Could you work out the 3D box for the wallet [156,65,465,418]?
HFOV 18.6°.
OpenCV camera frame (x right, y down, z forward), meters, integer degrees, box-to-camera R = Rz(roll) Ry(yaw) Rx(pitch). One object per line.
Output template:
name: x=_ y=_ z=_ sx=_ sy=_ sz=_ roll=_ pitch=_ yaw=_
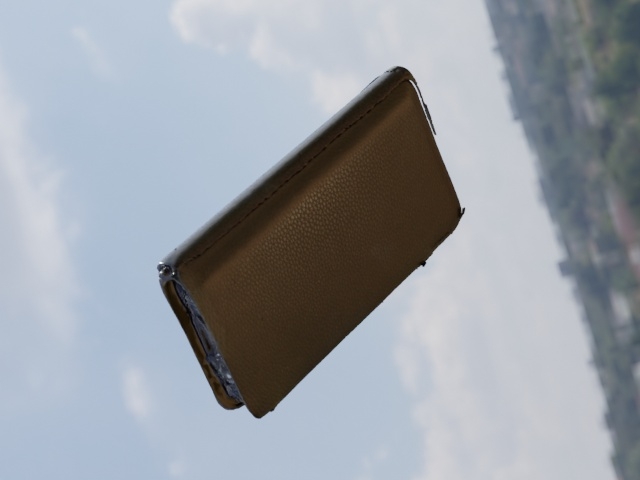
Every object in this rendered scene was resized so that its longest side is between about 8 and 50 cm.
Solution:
wallet: x=0.000 y=0.000 z=1.083 sx=0.198 sy=0.031 sz=0.110 roll=-43 pitch=-57 yaw=-31
